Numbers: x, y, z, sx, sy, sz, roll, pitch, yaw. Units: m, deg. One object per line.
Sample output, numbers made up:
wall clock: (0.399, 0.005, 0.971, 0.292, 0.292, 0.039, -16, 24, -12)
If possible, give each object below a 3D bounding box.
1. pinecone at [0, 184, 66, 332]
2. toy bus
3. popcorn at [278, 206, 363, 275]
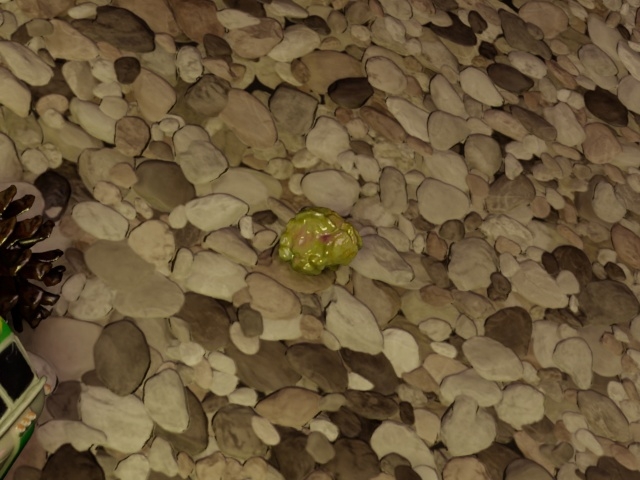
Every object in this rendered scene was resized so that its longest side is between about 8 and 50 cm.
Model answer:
pinecone: (-0.397, 0.026, 1.610, 0.208, 0.207, 0.207, 14, 52, -18)
toy bus: (-0.400, 0.191, 1.410, 0.179, 0.305, 0.143, 38, 48, -1)
popcorn: (0.001, 0.000, 1.896, 0.089, 0.109, 0.096, -15, 100, -67)
